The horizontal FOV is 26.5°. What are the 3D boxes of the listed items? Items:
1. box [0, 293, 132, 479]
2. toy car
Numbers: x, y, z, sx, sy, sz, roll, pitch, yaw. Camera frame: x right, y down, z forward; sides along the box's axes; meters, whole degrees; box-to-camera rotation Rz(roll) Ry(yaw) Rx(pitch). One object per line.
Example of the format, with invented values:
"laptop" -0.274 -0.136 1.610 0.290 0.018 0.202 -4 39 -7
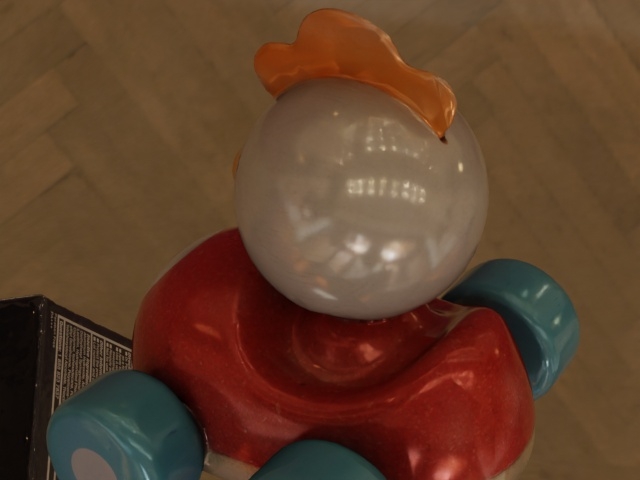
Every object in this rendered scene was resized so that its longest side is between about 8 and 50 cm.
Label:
"box" -0.286 0.242 1.396 0.182 0.294 0.296 -7 69 22
"toy car" 0.000 0.000 0.628 0.219 0.210 0.238 -37 133 -46
